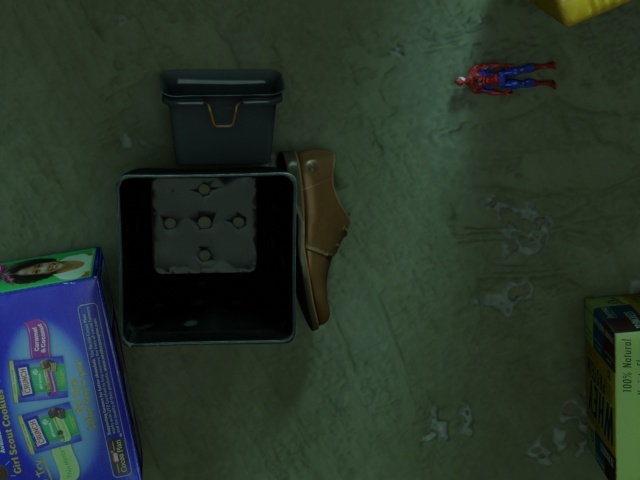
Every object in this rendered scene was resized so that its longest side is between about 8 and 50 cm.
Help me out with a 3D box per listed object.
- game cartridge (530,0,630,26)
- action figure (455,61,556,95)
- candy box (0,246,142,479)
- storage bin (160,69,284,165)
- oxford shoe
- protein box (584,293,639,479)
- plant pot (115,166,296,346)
[{"bbox_3d":[0.357,-0.329,1.666,0.323,0.285,0.053,-23,110,0],"label":"game cartridge"},{"bbox_3d":[0.209,-0.184,1.826,0.115,0.030,0.038,-4,110,-2],"label":"action figure"},{"bbox_3d":[-0.378,0.172,1.817,0.317,0.122,0.268,-10,107,-4],"label":"candy box"},{"bbox_3d":[-0.107,-0.131,1.781,0.135,0.098,0.091,-2,115,-5],"label":"storage bin"},{"bbox_3d":[0.000,0.000,1.834,0.076,0.076,0.212,-8,106,-14],"label":"oxford shoe"},{"bbox_3d":[0.423,0.170,1.883,0.201,0.136,0.200,-5,106,-5],"label":"protein box"},{"bbox_3d":[-0.127,0.001,1.771,0.188,0.167,0.187,-1,105,-6],"label":"plant pot"}]
